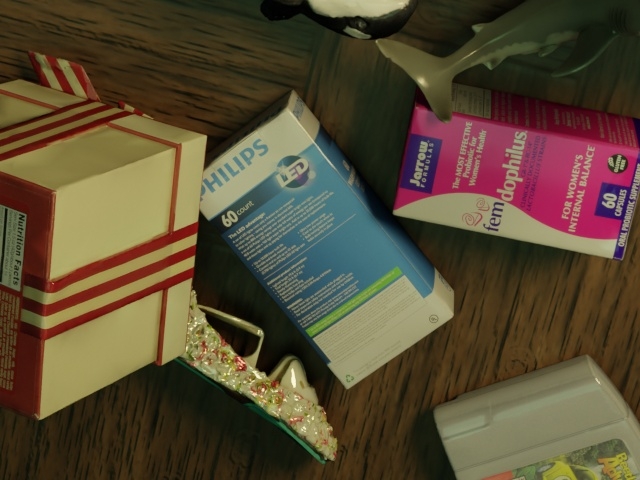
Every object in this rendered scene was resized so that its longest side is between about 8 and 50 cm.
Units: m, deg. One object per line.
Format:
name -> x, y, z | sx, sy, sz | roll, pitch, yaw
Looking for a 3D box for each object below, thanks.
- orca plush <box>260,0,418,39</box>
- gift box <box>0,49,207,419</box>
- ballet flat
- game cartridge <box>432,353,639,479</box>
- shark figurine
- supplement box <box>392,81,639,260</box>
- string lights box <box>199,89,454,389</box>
orca plush -> -0.054, -0.237, 1.730 | 0.287, 0.151, 0.102 | 15, 132, 1
gift box -> -0.270, -0.017, 1.742 | 0.276, 0.258, 0.255 | 24, 115, 26
ballet flat -> -0.066, 0.129, 1.875 | 0.241, 0.091, 0.077 | 36, 86, -12
game cartridge -> 0.253, 0.269, 1.911 | 0.196, 0.060, 0.294 | -21, 106, 7
shark figurine -> 0.198, -0.213, 1.693 | 0.278, 0.166, 0.116 | -14, 115, 18
supplement box -> 0.185, -0.069, 1.768 | 0.220, 0.114, 0.111 | 11, 111, 3
string lights box -> 0.000, 0.000, 1.824 | 0.133, 0.077, 0.259 | -35, 103, 15
